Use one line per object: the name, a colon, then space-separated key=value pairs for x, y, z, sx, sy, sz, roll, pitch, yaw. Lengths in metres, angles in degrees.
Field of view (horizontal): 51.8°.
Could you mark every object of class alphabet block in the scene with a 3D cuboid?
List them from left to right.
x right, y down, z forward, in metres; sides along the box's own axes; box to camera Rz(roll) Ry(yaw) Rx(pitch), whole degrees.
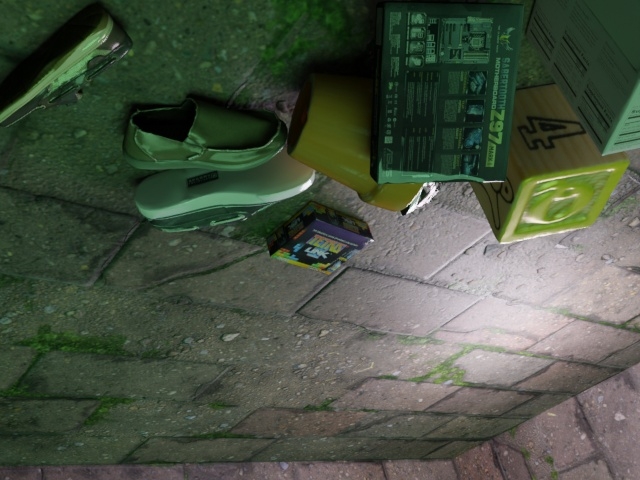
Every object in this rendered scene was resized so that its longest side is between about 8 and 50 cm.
alphabet block: x=0.383 y=-0.137 z=1.162 sx=0.193 sy=0.197 sz=0.192 roll=-12 pitch=147 yaw=-7

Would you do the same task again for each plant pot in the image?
plant pot: x=0.056 y=-0.166 z=1.002 sx=0.188 sy=0.205 sz=0.205 roll=15 pitch=139 yaw=-16

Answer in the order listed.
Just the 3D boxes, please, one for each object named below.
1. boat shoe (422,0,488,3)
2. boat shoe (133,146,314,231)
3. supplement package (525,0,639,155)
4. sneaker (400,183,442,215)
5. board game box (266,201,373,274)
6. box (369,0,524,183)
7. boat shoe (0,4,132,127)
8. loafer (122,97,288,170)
boat shoe: x=0.197 y=-0.333 z=0.895 sx=0.075 sy=0.083 sz=0.226 roll=-2 pitch=144 yaw=-19
boat shoe: x=-0.154 y=-0.075 z=1.110 sx=0.301 sy=0.108 sz=0.102 roll=-14 pitch=147 yaw=1
supplement package: x=0.447 y=-0.278 z=0.919 sx=0.204 sy=0.262 sz=0.145 roll=-13 pitch=148 yaw=-6
sneaker: x=0.197 y=-0.122 z=1.240 sx=0.077 sy=0.072 sz=0.178 roll=-17 pitch=157 yaw=-20
board game box: x=0.000 y=0.000 z=1.339 sx=0.170 sy=0.048 sz=0.141 roll=19 pitch=135 yaw=-41
box: x=0.162 y=-0.193 z=0.870 sx=0.183 sy=0.059 sz=0.233 roll=-2 pitch=110 yaw=-7
boat shoe: x=-0.338 y=-0.209 z=0.856 sx=0.223 sy=0.080 sz=0.073 roll=-34 pitch=138 yaw=17
loafer: x=-0.171 y=-0.160 z=0.985 sx=0.251 sy=0.094 sz=0.087 roll=-9 pitch=151 yaw=-11
